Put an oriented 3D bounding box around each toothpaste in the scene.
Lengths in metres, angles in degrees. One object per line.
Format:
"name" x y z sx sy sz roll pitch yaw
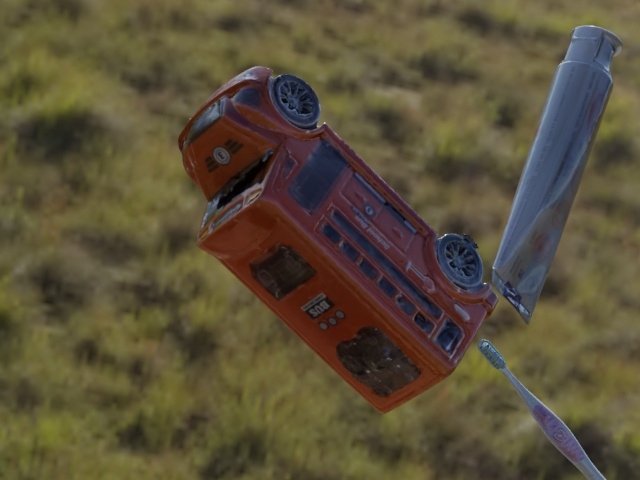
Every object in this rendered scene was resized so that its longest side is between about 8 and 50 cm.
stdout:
"toothpaste" 0.245 -0.075 1.788 0.066 0.323 0.100 5 -27 34

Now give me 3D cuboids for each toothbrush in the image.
"toothbrush" 0.189 0.155 1.343 0.204 0.017 0.022 50 3 -10

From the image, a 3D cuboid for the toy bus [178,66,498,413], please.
"toy bus" 0.000 0.000 1.599 0.329 0.143 0.153 45 43 -11
